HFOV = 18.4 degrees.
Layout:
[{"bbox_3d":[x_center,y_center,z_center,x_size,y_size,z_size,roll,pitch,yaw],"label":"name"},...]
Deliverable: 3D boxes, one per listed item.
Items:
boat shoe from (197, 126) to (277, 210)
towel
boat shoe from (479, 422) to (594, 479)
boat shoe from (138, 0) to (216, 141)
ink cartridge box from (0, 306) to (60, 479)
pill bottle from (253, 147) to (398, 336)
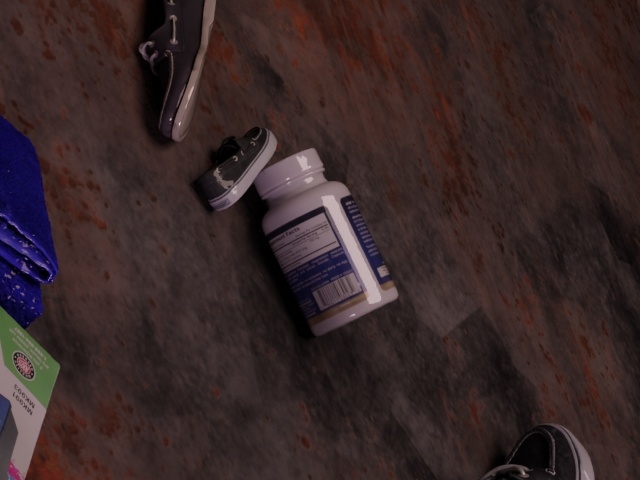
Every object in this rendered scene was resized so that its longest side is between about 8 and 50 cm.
[{"bbox_3d":[-0.080,-0.079,1.912,0.040,0.049,0.142,54,29,-17],"label":"boat shoe"},{"bbox_3d":[-0.310,-0.089,1.428,0.308,0.076,0.227,42,22,-36],"label":"towel"},{"bbox_3d":[0.205,0.279,2.044,0.102,0.108,0.301,53,35,-24],"label":"boat shoe"},{"bbox_3d":[-0.143,-0.175,1.899,0.065,0.075,0.206,11,48,-4],"label":"boat shoe"},{"bbox_3d":[-0.273,0.121,1.316,0.154,0.093,0.212,50,30,-26],"label":"ink cartridge box"},{"bbox_3d":[0.000,0.000,1.931,0.169,0.094,0.094,65,26,3],"label":"pill bottle"}]
